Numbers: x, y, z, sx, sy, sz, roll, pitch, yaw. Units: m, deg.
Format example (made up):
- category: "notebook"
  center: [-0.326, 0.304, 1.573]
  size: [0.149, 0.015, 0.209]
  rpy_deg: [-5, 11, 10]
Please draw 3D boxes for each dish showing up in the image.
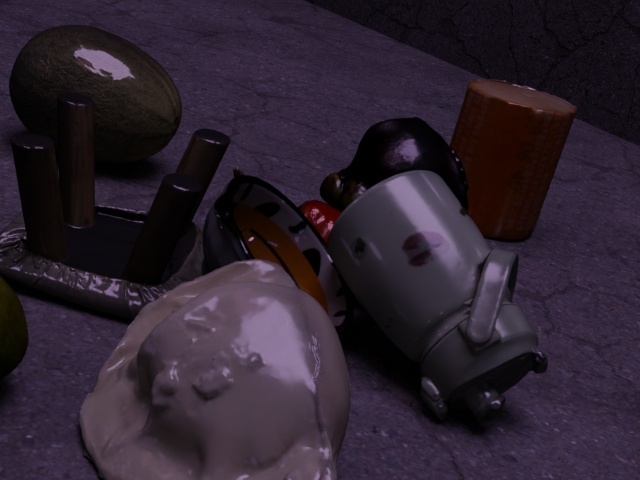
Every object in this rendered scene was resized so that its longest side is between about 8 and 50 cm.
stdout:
- category: "dish"
  center: [-0.082, 0.049, 1.501]
  size: [0.303, 0.120, 0.303]
  rpy_deg: [44, 23, -24]

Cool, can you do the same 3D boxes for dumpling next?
- category: "dumpling"
  center: [-0.120, 0.186, 1.201]
  size: [0.315, 0.233, 0.395]
  rpy_deg: [-20, 43, -2]

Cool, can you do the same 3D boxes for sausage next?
- category: "sausage"
  center: [0.379, -0.173, 2.172]
  size: [0.233, 0.287, 0.233]
  rpy_deg: [13, 23, -6]

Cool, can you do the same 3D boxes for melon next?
- category: "melon"
  center: [-0.421, -0.270, 1.958]
  size: [0.329, 0.248, 0.248]
  rpy_deg: [20, 23, 3]

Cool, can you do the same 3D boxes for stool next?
- category: "stool"
  center: [-0.303, -0.056, 1.552]
  size: [0.310, 0.226, 0.310]
  rpy_deg: [16, 23, -2]

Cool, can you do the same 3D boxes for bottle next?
- category: "bottle"
  center: [0.185, 0.083, 1.486]
  size: [0.229, 0.229, 0.351]
  rpy_deg: [-6, 51, -41]

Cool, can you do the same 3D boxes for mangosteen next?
- category: "mangosteen"
  center: [0.129, -0.076, 1.884]
  size: [0.233, 0.287, 0.287]
  rpy_deg: [38, 14, -22]

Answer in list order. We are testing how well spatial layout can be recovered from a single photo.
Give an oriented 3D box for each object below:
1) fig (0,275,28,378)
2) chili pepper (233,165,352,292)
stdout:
- category: "fig"
  center: [-0.448, 0.080, 1.192]
  size: [0.233, 0.167, 0.167]
  rpy_deg: [33, 10, -35]
- category: "chili pepper"
  center: [-0.002, 0.005, 1.712]
  size: [0.338, 0.134, 0.131]
  rpy_deg: [17, -20, -3]
